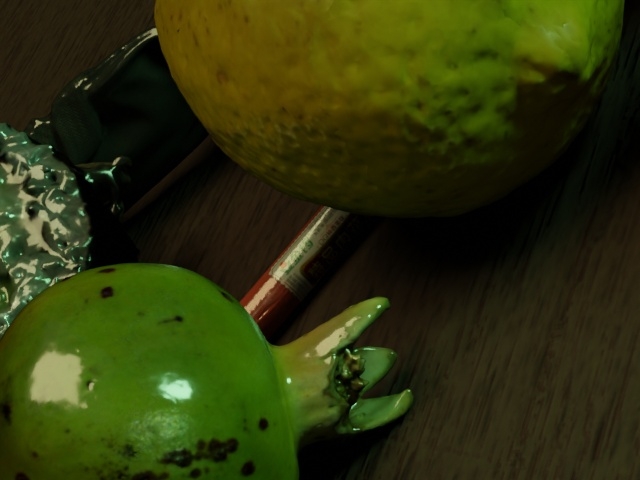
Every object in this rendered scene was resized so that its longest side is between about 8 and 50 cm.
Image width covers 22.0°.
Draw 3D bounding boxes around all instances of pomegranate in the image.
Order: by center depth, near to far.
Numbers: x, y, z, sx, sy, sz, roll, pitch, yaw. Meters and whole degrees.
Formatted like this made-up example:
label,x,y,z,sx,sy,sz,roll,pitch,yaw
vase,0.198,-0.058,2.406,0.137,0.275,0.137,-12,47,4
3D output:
label,x,y,z,sx,sy,sz,roll,pitch,yaw
pomegranate,-0.080,0.088,0.909,0.246,0.198,0.198,-44,27,-2

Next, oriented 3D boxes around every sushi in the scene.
label,x,y,z,sx,sy,sz,roll,pitch,yaw
sushi,-0.222,0.054,1.173,0.238,0.219,0.225,-19,63,-6

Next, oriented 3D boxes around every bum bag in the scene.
label,x,y,z,sx,sy,sz,roll,pitch,yaw
bum bag,-0.163,-0.084,1.299,0.326,0.142,0.080,-39,63,18

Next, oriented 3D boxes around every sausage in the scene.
label,x,y,z,sx,sy,sz,roll,pitch,yaw
sausage,0.000,0.000,1.077,0.253,0.034,0.034,-51,27,-6

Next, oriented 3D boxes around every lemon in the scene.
label,x,y,z,sx,sy,sz,roll,pitch,yaw
lemon,0.035,-0.140,0.967,0.310,0.253,0.253,18,67,41
